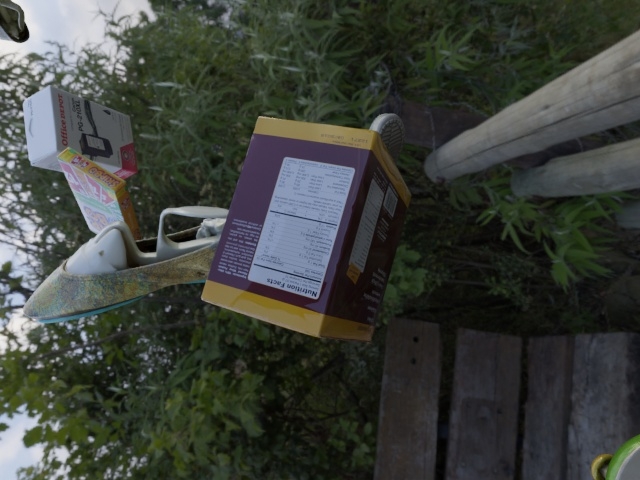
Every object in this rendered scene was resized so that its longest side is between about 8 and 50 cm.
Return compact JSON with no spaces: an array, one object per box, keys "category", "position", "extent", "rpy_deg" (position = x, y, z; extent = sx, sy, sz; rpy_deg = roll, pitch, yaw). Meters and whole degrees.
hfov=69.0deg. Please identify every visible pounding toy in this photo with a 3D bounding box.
[{"category":"pounding toy","position":[0.517,0.408,0.770],"extent":[0.110,0.183,0.236],"rpy_deg":[-152,80,-80]}]

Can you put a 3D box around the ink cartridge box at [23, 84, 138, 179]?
[{"category":"ink cartridge box","position":[-0.599,-0.259,1.180],"extent":[0.237,0.100,0.171],"rpy_deg":[9,-115,-63]}]

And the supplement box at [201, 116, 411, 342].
[{"category":"supplement box","position":[0.000,0.000,0.517],"extent":[0.191,0.129,0.193],"rpy_deg":[33,-108,-66]}]

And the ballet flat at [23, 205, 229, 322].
[{"category":"ballet flat","position":[-0.231,0.017,0.645],"extent":[0.123,0.349,0.123],"rpy_deg":[168,90,-79]}]

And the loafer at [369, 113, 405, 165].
[{"category":"loafer","position":[0.141,-0.214,1.181],"extent":[0.092,0.102,0.268],"rpy_deg":[52,155,31]}]

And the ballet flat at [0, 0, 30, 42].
[{"category":"ballet flat","position":[-0.538,-0.409,0.768],"extent":[0.213,0.068,0.072],"rpy_deg":[132,151,-70]}]

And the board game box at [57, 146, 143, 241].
[{"category":"board game box","position":[-0.405,-0.055,0.886],"extent":[0.039,0.124,0.259],"rpy_deg":[-56,-8,-29]}]
